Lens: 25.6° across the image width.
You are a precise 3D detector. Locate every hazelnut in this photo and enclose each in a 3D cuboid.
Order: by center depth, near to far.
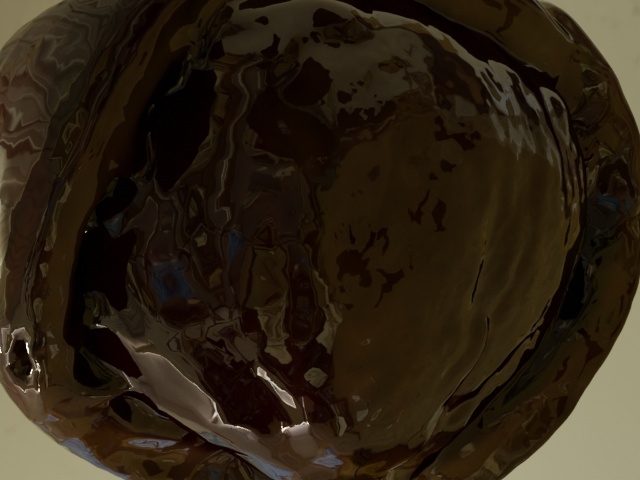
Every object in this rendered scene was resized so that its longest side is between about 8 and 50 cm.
[{"bbox_3d":[0.001,-0.008,0.404,0.160,0.202,0.170,-106,23,-54],"label":"hazelnut"}]
